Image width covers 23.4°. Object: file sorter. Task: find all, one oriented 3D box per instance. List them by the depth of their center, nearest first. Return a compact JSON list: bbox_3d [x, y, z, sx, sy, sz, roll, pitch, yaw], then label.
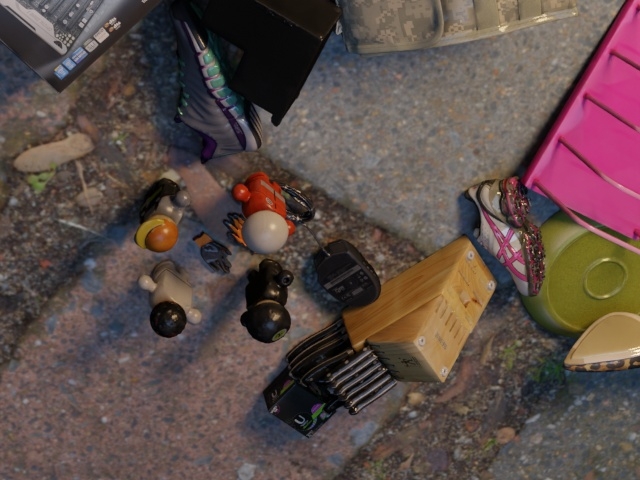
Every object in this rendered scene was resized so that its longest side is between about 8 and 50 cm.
[{"bbox_3d":[0.446,-0.132,2.018,0.202,0.182,0.291,24,104,-24],"label":"file sorter"}]

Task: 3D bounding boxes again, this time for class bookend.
[{"bbox_3d":[-0.078,-0.246,1.873,0.156,0.072,0.157,30,135,0],"label":"bookend"}]

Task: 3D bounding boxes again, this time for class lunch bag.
[{"bbox_3d":[0.139,-0.359,1.847,0.287,0.169,0.235,-13,111,-3],"label":"lunch bag"}]

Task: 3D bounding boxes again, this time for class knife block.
[{"bbox_3d":[0.089,0.121,2.176,0.088,0.242,0.276,54,53,-31],"label":"knife block"}]

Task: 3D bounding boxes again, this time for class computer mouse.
[{"bbox_3d":[0.000,0.000,2.107,0.071,0.041,0.242,-29,117,22],"label":"computer mouse"}]

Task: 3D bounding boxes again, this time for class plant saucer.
[{"bbox_3d":[0.403,0.048,2.217,0.241,0.037,0.241,-5,120,-9],"label":"plant saucer"}]

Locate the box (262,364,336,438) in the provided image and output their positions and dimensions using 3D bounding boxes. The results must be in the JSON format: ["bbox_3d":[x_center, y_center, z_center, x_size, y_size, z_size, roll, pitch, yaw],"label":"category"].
[{"bbox_3d":[-0.030,0.231,2.217,0.083,0.052,0.062,37,106,-27],"label":"box"}]

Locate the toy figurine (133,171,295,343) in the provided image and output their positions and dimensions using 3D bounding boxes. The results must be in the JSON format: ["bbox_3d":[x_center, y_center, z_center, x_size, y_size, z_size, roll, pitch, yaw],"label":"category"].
[{"bbox_3d":[-0.137,0.027,2.009,0.209,0.148,0.213,-1,121,-4],"label":"toy figurine"}]

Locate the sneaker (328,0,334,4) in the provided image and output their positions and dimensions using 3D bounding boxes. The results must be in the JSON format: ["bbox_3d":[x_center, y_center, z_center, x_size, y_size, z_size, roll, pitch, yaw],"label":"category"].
[{"bbox_3d":[0.009,-0.299,1.930,0.170,0.068,0.071,10,101,-27],"label":"sneaker"}]

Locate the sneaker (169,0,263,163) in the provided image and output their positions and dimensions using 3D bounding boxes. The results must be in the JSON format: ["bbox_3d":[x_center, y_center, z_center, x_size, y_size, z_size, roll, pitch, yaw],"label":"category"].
[{"bbox_3d":[-0.157,-0.192,1.936,0.098,0.083,0.224,-20,119,12],"label":"sneaker"}]

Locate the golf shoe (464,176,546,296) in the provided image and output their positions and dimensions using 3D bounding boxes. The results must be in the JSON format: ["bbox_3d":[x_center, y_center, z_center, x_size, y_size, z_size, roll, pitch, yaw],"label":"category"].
[{"bbox_3d":[0.259,-0.004,2.142,0.086,0.067,0.186,-6,117,29],"label":"golf shoe"}]

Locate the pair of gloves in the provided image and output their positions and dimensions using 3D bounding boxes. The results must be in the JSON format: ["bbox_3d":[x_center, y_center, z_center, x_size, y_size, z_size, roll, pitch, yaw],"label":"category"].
[{"bbox_3d":[-0.124,0.005,2.093,0.083,0.010,0.074,-34,121,9],"label":"pair of gloves"}]

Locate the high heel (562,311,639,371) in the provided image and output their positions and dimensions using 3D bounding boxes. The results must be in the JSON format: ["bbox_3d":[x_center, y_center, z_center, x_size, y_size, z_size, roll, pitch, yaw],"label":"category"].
[{"bbox_3d":[0.461,0.182,2.246,0.261,0.093,0.186,-20,138,-17],"label":"high heel"}]

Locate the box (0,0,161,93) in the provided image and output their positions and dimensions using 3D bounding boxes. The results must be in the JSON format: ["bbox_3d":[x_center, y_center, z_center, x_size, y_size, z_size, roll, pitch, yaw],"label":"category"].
[{"bbox_3d":[-0.284,-0.362,1.811,0.307,0.076,0.242,-39,119,11],"label":"box"}]
